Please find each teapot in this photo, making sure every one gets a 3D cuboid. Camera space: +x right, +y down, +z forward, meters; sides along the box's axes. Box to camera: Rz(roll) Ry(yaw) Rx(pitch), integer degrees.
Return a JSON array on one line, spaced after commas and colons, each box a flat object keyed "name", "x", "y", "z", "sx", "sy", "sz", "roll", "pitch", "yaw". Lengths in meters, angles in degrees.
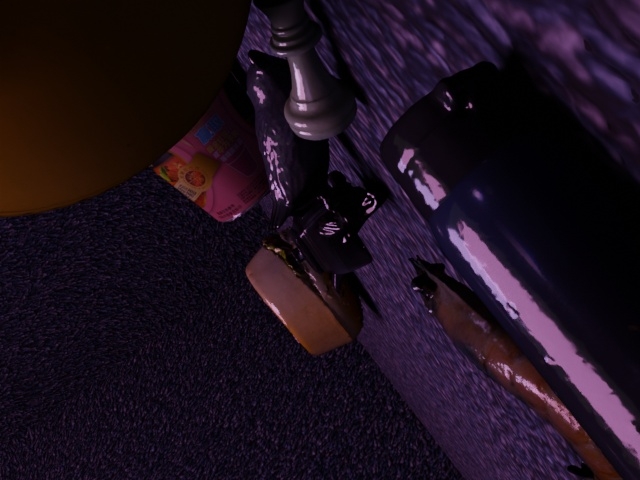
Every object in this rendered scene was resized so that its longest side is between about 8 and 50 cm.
[{"name": "teapot", "x": 0.000, "y": 0.000, "z": 1.166, "sx": 0.177, "sy": 0.096, "sz": 0.087, "roll": 58, "pitch": 175, "yaw": -25}]

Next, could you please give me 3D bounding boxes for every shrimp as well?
[{"name": "shrimp", "x": 0.163, "y": 0.120, "z": 0.640, "sx": 0.262, "sy": 0.051, "sz": 0.198, "roll": 45, "pitch": 170, "yaw": 50}]

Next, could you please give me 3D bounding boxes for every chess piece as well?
[{"name": "chess piece", "x": -0.016, "y": -0.147, "z": 0.569, "sx": 0.059, "sy": 0.059, "sz": 0.149, "roll": 51, "pitch": 168, "yaw": 44}]

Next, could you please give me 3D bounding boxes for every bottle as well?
[{"name": "bottle", "x": 0.117, "y": 0.032, "z": 0.320, "sx": 0.244, "sy": 0.072, "sz": 0.082, "roll": 54, "pitch": 158, "yaw": 17}]

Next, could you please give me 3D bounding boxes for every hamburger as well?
[{"name": "hamburger", "x": -0.025, "y": 0.102, "z": 1.652, "sx": 0.300, "sy": 0.176, "sz": 0.300, "roll": 51, "pitch": 180, "yaw": 1}]

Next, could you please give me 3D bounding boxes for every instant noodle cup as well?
[{"name": "instant noodle cup", "x": -0.185, "y": -0.171, "z": 1.208, "sx": 0.255, "sy": 0.244, "sz": 0.244, "roll": 47, "pitch": 179, "yaw": -22}]

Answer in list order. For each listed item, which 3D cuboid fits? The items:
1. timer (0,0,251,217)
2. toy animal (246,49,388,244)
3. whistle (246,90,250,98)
[{"name": "timer", "x": -0.204, "y": -0.192, "z": 0.442, "sx": 0.376, "sy": 0.376, "sz": 0.387, "roll": 55, "pitch": 163, "yaw": -1}, {"name": "toy animal", "x": -0.035, "y": -0.089, "z": 0.782, "sx": 0.210, "sy": 0.117, "sz": 0.121, "roll": 54, "pitch": -178, "yaw": -9}, {"name": "whistle", "x": -0.043, "y": -0.137, "z": 0.993, "sx": 0.039, "sy": 0.039, "sz": 0.186, "roll": 49, "pitch": 172, "yaw": 50}]
